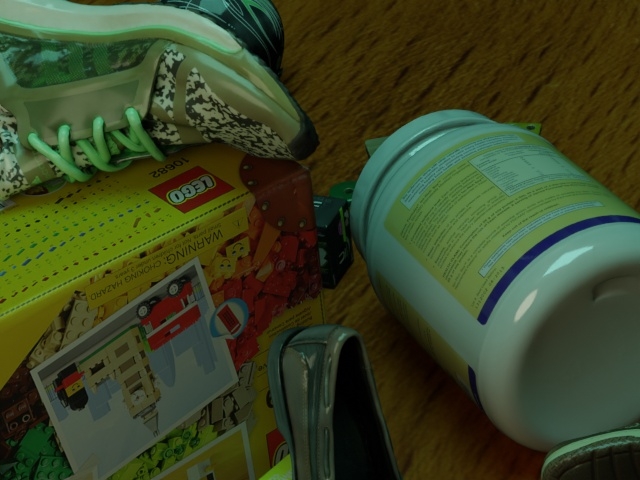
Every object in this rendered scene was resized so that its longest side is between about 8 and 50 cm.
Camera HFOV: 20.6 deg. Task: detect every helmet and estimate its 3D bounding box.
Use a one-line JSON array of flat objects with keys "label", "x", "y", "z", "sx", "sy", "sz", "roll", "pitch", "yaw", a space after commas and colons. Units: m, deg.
[{"label": "helmet", "x": -0.133, "y": -0.270, "z": 2.315, "sx": 0.169, "sy": 0.161, "sz": 0.169, "roll": -5, "pitch": 33, "yaw": 3}]

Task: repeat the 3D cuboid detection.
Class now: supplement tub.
[{"label": "supplement tub", "x": 0.191, "y": 0.029, "z": 1.731, "sx": 0.241, "sy": 0.241, "sz": 0.331, "roll": -19, "pitch": 35, "yaw": -18}]

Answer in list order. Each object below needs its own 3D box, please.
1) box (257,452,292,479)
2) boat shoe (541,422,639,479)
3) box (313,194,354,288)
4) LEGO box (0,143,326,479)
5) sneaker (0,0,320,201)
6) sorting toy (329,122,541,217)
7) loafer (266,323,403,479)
[{"label": "box", "x": -0.023, "y": 0.246, "z": 1.556, "sx": 0.042, "sy": 0.109, "sz": 0.178, "roll": 23, "pitch": 43, "yaw": 34}, {"label": "boat shoe", "x": 0.324, "y": 0.201, "z": 1.597, "sx": 0.257, "sy": 0.095, "sz": 0.095, "roll": -1, "pitch": 19, "yaw": -3}, {"label": "box", "x": 0.000, "y": 0.000, "z": 1.950, "sx": 0.052, "sy": 0.083, "sz": 0.062, "roll": 9, "pitch": 36, "yaw": 22}, {"label": "LEGO box", "x": -0.240, "y": 0.156, "z": 1.492, "sx": 0.500, "sy": 0.372, "sz": 0.193, "roll": -29, "pitch": 39, "yaw": -29}, {"label": "sneaker", "x": -0.194, "y": -0.097, "z": 1.452, "sx": 0.410, "sy": 0.158, "sz": 0.182, "roll": 15, "pitch": 70, "yaw": 26}, {"label": "sorting toy", "x": 0.139, "y": -0.081, "z": 2.085, "sx": 0.274, "sy": 0.046, "sz": 0.132, "roll": -10, "pitch": 33, "yaw": -5}, {"label": "loafer", "x": 0.027, "y": 0.199, "z": 1.477, "sx": 0.096, "sy": 0.267, "sz": 0.084, "roll": -19, "pitch": 3, "yaw": -42}]
